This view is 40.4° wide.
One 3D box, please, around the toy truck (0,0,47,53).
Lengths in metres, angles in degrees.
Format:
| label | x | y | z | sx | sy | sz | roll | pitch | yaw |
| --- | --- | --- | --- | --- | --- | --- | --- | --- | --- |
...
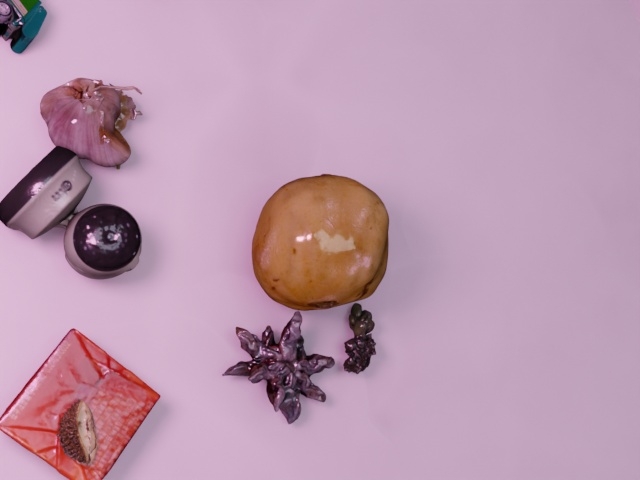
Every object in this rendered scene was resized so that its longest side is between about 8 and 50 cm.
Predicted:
| label | x | y | z | sx | sy | sz | roll | pitch | yaw |
| --- | --- | --- | --- | --- | --- | --- | --- | --- | --- |
| toy truck | -0.674 | -0.507 | 1.782 | 0.124 | 0.114 | 0.253 | -42 | 101 | -41 |

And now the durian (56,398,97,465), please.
| label | x | y | z | sx | sy | sz | roll | pitch | yaw |
| --- | --- | --- | --- | --- | --- | --- | --- | --- | --- |
| durian | -0.467 | 0.370 | 1.665 | 0.066 | 0.052 | 0.130 | -2 | 83 | -66 |

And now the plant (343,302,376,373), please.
| label | x | y | z | sx | sy | sz | roll | pitch | yaw |
| --- | --- | --- | --- | --- | --- | --- | --- | --- | --- |
| plant | 0.093 | 0.236 | 2.077 | 0.085 | 0.087 | 0.174 | 25 | 62 | -39 |

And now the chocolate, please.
| label | x | y | z | sx | sy | sz | roll | pitch | yaw |
| --- | --- | --- | --- | --- | --- | --- | --- | --- | --- |
| chocolate | -0.485 | 0.336 | 1.735 | 0.235 | 0.108 | 0.237 | 41 | 67 | -17 |

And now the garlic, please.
| label | x | y | z | sx | sy | sz | roll | pitch | yaw |
| --- | --- | --- | --- | --- | --- | --- | --- | --- | --- |
| garlic | -0.442 | -0.276 | 1.807 | 0.207 | 0.256 | 0.207 | 43 | 31 | -33 |

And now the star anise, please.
| label | x | y | z | sx | sy | sz | roll | pitch | yaw |
| --- | --- | --- | --- | --- | --- | --- | --- | --- | --- |
| star anise | -0.082 | 0.289 | 1.952 | 0.283 | 0.129 | 0.212 | 50 | 58 | -24 |

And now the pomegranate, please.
| label | x | y | z | sx | sy | sz | roll | pitch | yaw |
| --- | --- | --- | --- | --- | --- | --- | --- | --- | --- |
| pomegranate | 0.000 | 0.000 | 1.934 | 0.332 | 0.332 | 0.333 | 5 | 79 | -27 |

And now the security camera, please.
| label | x | y | z | sx | sy | sz | roll | pitch | yaw |
| --- | --- | --- | --- | --- | --- | --- | --- | --- | --- |
| security camera | -0.486 | -0.034 | 1.752 | 0.277 | 0.191 | 0.197 | 45 | 63 | -15 |

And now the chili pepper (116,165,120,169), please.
| label | x | y | z | sx | sy | sz | roll | pitch | yaw |
| --- | --- | --- | --- | --- | --- | --- | --- | --- | --- |
| chili pepper | -0.454 | -0.194 | 1.894 | 0.030 | 0.017 | 0.083 | -37 | 96 | -27 |
